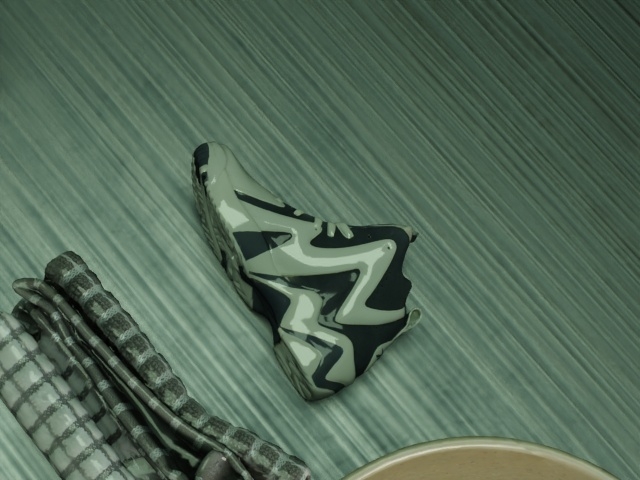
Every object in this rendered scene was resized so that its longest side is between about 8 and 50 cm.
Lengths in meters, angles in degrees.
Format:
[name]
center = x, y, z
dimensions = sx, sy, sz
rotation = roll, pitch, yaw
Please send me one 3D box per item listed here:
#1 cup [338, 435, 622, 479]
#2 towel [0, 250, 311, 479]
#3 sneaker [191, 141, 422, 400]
[cup]
center = 0.094, 0.321, 0.825
dimensions = 0.331, 0.237, 0.331
rotation = 2, 70, -6
[towel]
center = -0.122, 0.144, 0.836
dimensions = 0.121, 0.284, 0.235
rotation = -38, 79, -16
[sneaker]
center = 0.000, 0.000, 1.007
dimensions = 0.153, 0.094, 0.235
rotation = -27, 76, -17
